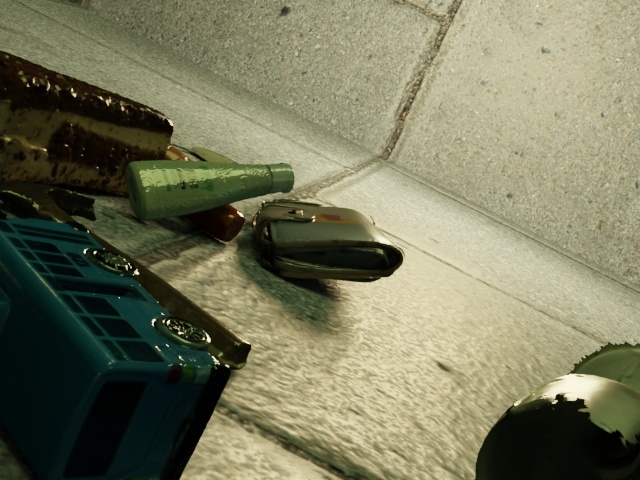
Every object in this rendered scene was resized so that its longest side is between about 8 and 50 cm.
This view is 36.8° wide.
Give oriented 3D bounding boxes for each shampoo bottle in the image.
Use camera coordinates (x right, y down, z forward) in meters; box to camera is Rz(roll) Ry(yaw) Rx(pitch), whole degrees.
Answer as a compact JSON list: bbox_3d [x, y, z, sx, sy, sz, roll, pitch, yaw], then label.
[{"bbox_3d":[-0.119,-0.062,1.080,0.191,0.041,0.069,-7,62,-30],"label":"shampoo bottle"}]

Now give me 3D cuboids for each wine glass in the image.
[{"bbox_3d":[0.224,0.168,0.774,0.143,0.143,0.321,31,15,22],"label":"wine glass"}]

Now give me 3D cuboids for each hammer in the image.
[{"bbox_3d":[-0.173,0.022,0.820,0.297,0.027,0.125,32,18,29],"label":"hammer"}]

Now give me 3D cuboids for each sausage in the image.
[{"bbox_3d":[-0.145,-0.043,1.122,0.131,0.041,0.039,32,31,28],"label":"sausage"}]

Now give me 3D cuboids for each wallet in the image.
[{"bbox_3d":[0.000,0.000,1.182,0.170,0.069,0.231,6,12,-8],"label":"wallet"}]

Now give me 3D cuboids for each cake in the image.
[{"bbox_3d":[-0.282,-0.126,1.027,0.135,0.112,0.246,29,12,25],"label":"cake"}]

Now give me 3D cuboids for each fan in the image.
[{"bbox_3d":[-0.179,-0.132,1.524,0.175,0.005,0.113,19,14,-35],"label":"fan"}]

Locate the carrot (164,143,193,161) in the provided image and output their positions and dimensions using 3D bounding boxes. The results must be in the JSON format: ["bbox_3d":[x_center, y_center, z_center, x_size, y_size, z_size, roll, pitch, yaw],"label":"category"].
[{"bbox_3d":[-0.196,-0.093,1.203,0.186,0.060,0.060,29,12,1],"label":"carrot"}]

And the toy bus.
[{"bbox_3d":[-0.148,0.058,0.562,0.106,0.090,0.185,10,20,-47],"label":"toy bus"}]
